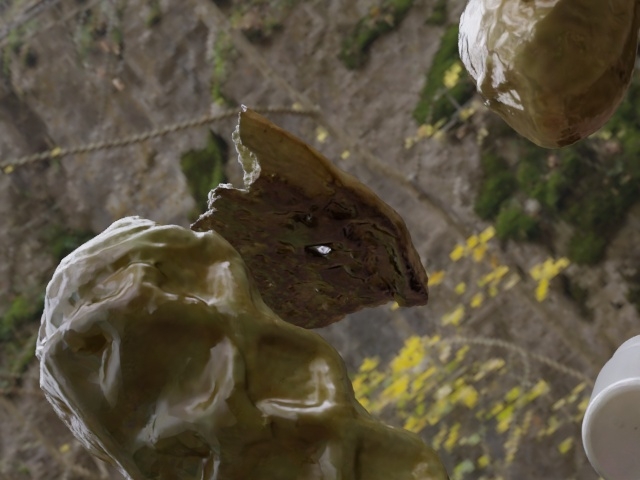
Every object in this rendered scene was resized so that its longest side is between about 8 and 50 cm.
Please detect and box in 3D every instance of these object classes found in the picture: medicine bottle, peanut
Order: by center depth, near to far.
[{"bbox_3d":[0.174,-0.184,0.882,0.122,0.137,0.253,53,-132,-50],"label":"peanut"},{"bbox_3d":[0.381,0.192,1.366,0.139,0.139,0.237,-44,-6,20],"label":"medicine bottle"}]

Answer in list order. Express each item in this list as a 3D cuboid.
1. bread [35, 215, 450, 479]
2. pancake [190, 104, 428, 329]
[{"bbox_3d":[-0.044,0.104,0.626,0.152,0.268,0.130,-52,-14,30],"label":"bread"},{"bbox_3d":[0.000,0.000,0.940,0.212,0.056,0.257,14,-28,-11],"label":"pancake"}]
